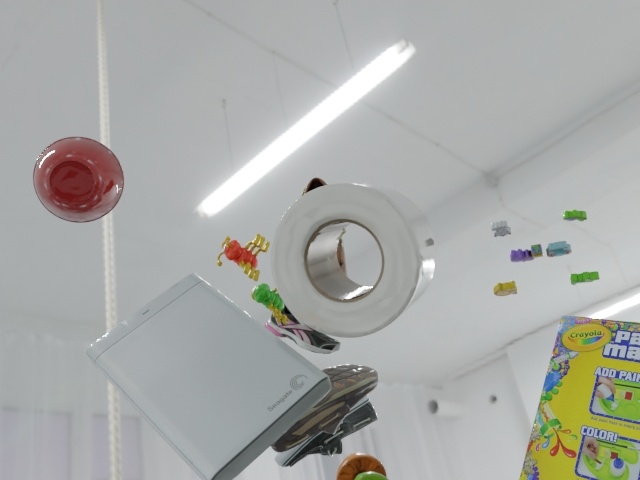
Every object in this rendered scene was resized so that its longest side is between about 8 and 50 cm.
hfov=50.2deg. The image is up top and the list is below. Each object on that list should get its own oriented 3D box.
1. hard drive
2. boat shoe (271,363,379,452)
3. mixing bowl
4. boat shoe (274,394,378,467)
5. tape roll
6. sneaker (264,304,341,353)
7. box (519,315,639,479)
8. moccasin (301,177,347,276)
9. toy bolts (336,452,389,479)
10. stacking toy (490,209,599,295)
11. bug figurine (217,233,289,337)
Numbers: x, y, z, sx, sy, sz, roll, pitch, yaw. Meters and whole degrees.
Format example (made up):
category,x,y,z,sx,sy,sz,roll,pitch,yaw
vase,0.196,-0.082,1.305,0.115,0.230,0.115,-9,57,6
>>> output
category,x,y,z,sx,sy,sz,roll,pitch,yaw
hard drive,-0.189,0.206,1.098,0.233,0.353,0.047,-37,-41,-26
boat shoe,-0.001,0.437,1.795,0.356,0.132,0.130,-20,-68,-24
mixing bowl,-0.495,-0.119,1.381,0.182,0.181,0.098,-5,10,-11
boat shoe,0.027,0.570,1.986,0.335,0.119,0.121,-32,-14,-17
tape roll,0.060,0.026,1.134,0.246,0.246,0.169,-23,-3,19
sneaker,-0.036,0.193,1.524,0.178,0.077,0.072,21,6,12
box,0.393,0.276,0.813,0.177,0.279,0.290,1,-25,47
moccasin,0.003,0.000,1.749,0.139,0.380,0.147,-2,-37,8
toy bolts,0.111,0.552,1.365,0.218,0.228,0.158,21,4,-10
stacking toy,0.486,0.028,1.506,0.221,0.166,0.052,-10,-27,23
bug figurine,-0.152,0.137,1.322,0.072,0.279,0.216,-5,-36,37
